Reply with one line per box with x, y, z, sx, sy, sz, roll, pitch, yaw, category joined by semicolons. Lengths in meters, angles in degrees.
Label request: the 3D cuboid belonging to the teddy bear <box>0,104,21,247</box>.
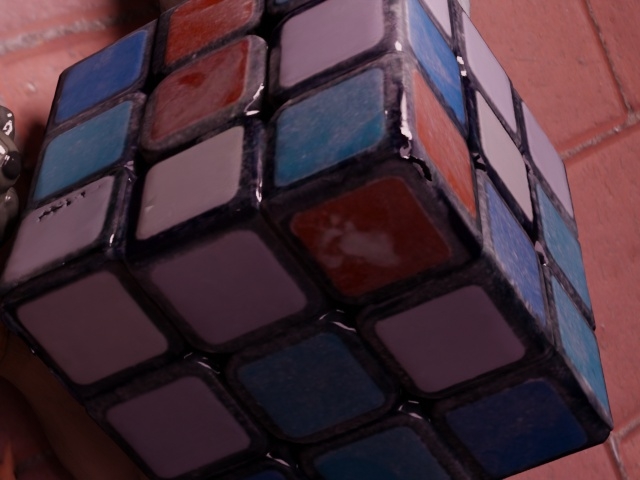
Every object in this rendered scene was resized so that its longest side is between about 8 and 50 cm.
-0.302;-0.082;1.263;0.251;0.144;0.171;45;41;-29;teddy bear

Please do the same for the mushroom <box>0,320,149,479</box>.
-0.198;0.134;1.341;0.212;0.097;0.088;46;5;-20;mushroom

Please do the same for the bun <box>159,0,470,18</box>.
-0.017;-0.239;1.567;0.362;0.211;0.361;18;65;-45;bun

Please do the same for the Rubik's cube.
0.000;0.000;1.311;0.362;0.359;0.363;51;26;-30;Rubik's cube
